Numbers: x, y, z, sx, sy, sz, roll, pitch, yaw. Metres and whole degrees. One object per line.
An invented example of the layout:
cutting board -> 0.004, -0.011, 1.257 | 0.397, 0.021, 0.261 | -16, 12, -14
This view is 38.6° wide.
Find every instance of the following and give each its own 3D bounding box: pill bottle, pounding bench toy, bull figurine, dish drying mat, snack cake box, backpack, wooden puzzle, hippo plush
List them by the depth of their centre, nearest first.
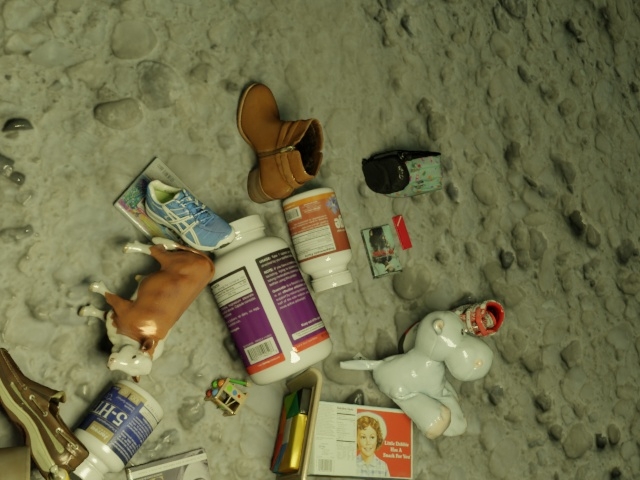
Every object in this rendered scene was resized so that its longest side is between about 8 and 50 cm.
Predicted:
pill bottle -> -0.382, 0.355, 1.656 | 0.112, 0.112, 0.187 | 46, 60, -16
bull figurine -> -0.332, 0.120, 1.723 | 0.188, 0.101, 0.310 | 31, 53, 8
wooden puzzle -> -0.052, 0.384, 1.817 | 0.044, 0.221, 0.239 | 10, 70, -14
pounding bench toy -> -0.184, 0.301, 1.845 | 0.065, 0.052, 0.083 | 44, 58, -17
pill bottle -> -0.114, 0.118, 1.852 | 0.181, 0.181, 0.323 | -21, 84, -36
snack cake box -> 0.072, 0.432, 1.965 | 0.264, 0.089, 0.152 | 13, 69, -32
hippo plush -> 0.250, 0.261, 2.007 | 0.294, 0.236, 0.234 | 39, 14, 14
pill bottle -> 0.000, 0.000, 2.008 | 0.121, 0.121, 0.216 | -14, 87, -36
backpack -> 0.210, -0.161, 2.195 | 0.182, 0.152, 0.115 | -9, 99, -39
dish drying mat -> 0.199, -0.020, 2.220 | 0.032, 0.008, 0.083 | -17, 88, -37

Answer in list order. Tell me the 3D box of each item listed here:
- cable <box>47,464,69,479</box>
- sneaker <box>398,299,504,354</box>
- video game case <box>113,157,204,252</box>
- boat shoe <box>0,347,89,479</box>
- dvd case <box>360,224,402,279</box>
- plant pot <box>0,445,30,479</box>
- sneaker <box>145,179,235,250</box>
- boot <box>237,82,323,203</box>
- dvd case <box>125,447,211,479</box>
cable -> -0.419, 0.458, 1.499 | 0.072, 0.287, 0.139 | -3, 68, -4
sneaker -> 0.315, 0.210, 2.155 | 0.270, 0.145, 0.090 | -21, 90, -36
video game case -> -0.322, -0.067, 1.868 | 0.157, 0.019, 0.143 | 46, 57, -17
boat shoe -> -0.484, 0.287, 1.584 | 0.095, 0.095, 0.257 | -32, 81, -8
dvd case -> 0.145, 0.027, 2.167 | 0.087, 0.013, 0.119 | -11, 85, -36
plant pot -> -0.590, 0.484, 1.392 | 0.280, 0.323, 0.323 | 1, 77, -17
sneaker -> -0.259, -0.048, 1.776 | 0.211, 0.081, 0.080 | 24, 56, 18
boot -> -0.084, -0.230, 1.948 | 0.109, 0.220, 0.283 | 11, 72, -32
dvd case -> -0.275, 0.525, 1.746 | 0.164, 0.018, 0.221 | -7, 82, -35
